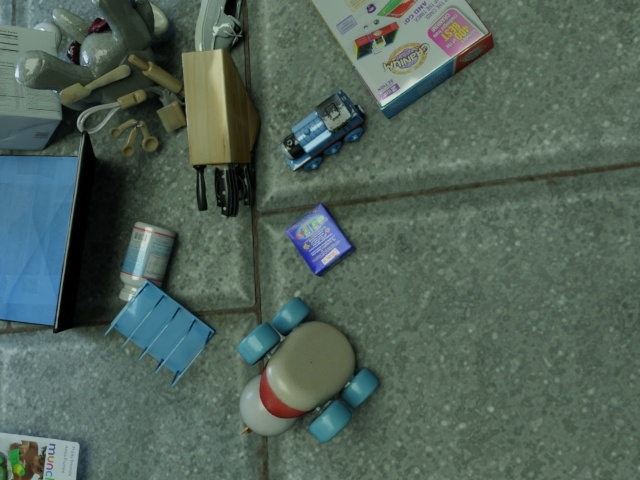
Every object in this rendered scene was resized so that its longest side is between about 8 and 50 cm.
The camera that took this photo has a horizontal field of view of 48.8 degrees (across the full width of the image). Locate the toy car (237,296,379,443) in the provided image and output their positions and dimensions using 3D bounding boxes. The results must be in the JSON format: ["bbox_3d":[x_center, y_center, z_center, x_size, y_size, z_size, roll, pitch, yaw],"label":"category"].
[{"bbox_3d":[-0.063,0.270,1.280,0.219,0.210,0.238,46,126,6],"label":"toy car"}]

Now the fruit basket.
[{"bbox_3d":[-0.675,0.557,1.430,0.353,0.165,0.327,4,83,16],"label":"fruit basket"}]

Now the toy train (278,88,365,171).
[{"bbox_3d":[0.001,-0.205,1.344,0.184,0.105,0.080,-34,73,11],"label":"toy train"}]

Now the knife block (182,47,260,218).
[{"bbox_3d":[-0.200,-0.189,1.345,0.088,0.276,0.242,-1,52,18],"label":"knife block"}]

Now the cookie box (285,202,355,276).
[{"bbox_3d":[0.000,0.000,1.347,0.092,0.040,0.107,-37,72,10],"label":"cookie box"}]

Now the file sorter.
[{"bbox_3d":[-0.311,0.180,1.358,0.170,0.104,0.118,39,95,-7],"label":"file sorter"}]

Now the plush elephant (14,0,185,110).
[{"bbox_3d":[-0.444,-0.396,1.457,0.272,0.330,0.255,-53,48,6],"label":"plush elephant"}]

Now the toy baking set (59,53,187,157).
[{"bbox_3d":[-0.372,-0.266,1.398,0.197,0.256,0.030,-51,49,5],"label":"toy baking set"}]

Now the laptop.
[{"bbox_3d":[-0.612,-0.016,1.463,0.236,0.408,0.382,7,83,-14],"label":"laptop"}]

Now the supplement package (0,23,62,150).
[{"bbox_3d":[-0.661,-0.325,1.523,0.194,0.149,0.203,-23,72,53],"label":"supplement package"}]

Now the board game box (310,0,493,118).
[{"bbox_3d":[0.142,-0.430,1.351,0.242,0.064,0.316,-33,73,11],"label":"board game box"}]

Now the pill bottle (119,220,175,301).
[{"bbox_3d":[-0.356,0.047,1.437,0.087,0.087,0.160,15,87,20],"label":"pill bottle"}]

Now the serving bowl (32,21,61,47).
[{"bbox_3d":[-0.648,-0.474,1.646,0.083,0.027,0.083,-3,80,18],"label":"serving bowl"}]

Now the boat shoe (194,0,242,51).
[{"bbox_3d":[-0.203,-0.449,1.464,0.081,0.079,0.227,0,79,23],"label":"boat shoe"}]
